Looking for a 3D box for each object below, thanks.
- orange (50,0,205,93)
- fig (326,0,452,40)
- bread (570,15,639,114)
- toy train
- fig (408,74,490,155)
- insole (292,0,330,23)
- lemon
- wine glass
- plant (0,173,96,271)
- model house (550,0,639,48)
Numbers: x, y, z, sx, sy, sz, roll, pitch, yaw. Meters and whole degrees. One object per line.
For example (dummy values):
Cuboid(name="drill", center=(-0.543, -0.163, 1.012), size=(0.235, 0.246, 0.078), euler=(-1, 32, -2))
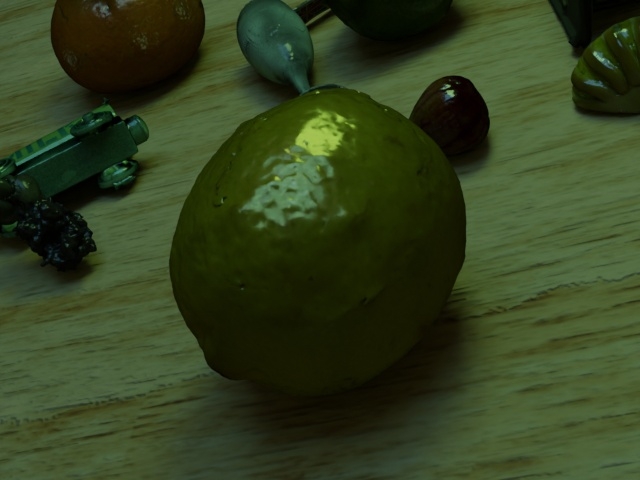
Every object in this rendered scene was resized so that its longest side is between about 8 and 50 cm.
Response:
Cuboid(name="orange", center=(-0.279, -0.311, 1.595), size=(0.224, 0.170, 0.224), euler=(-15, 36, 11))
Cuboid(name="fig", center=(0.077, -0.367, 1.486), size=(0.203, 0.203, 0.235), euler=(-29, 16, -8))
Cuboid(name="bread", center=(0.349, -0.196, 1.200), size=(0.157, 0.094, 0.083), euler=(-3, 36, 12))
Cuboid(name="toy train", center=(-0.343, -0.097, 1.434), size=(0.253, 0.105, 0.157), euler=(-30, 23, -9))
Cuboid(name="fig", center=(0.125, -0.125, 1.245), size=(0.125, 0.089, 0.089), euler=(-30, 33, 22))
Cuboid(name="insole", center=(0.017, -0.349, 1.584), size=(0.193, 0.065, 0.006), euler=(-38, 70, -15))
Cuboid(name="lemon", center=(-0.001, 0.002, 1.003), size=(0.284, 0.260, 0.260), euler=(-30, 35, -33))
Cuboid(name="wine glass", center=(-0.100, -0.249, 1.371), size=(0.096, 0.264, 0.309), euler=(-52, 33, 18))
Cuboid(name="plant", center=(-0.335, -0.029, 1.305), size=(0.174, 0.085, 0.087), euler=(35, 58, 9))
Cuboid(name="model house", center=(0.409, -0.374, 1.319), size=(0.279, 0.204, 0.218), euler=(-10, 39, 4))
